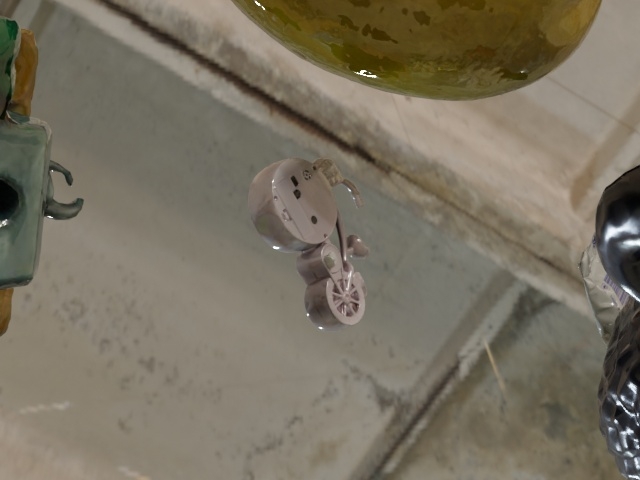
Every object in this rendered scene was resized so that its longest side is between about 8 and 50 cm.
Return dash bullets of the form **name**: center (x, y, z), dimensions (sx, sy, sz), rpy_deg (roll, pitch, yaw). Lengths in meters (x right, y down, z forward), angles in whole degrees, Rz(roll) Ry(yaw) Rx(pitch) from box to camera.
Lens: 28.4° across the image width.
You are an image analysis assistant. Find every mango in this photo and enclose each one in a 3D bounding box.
- **mango**: center (0.017, -0.274, 0.959), dimensions (0.445, 0.301, 0.220), rpy_deg (33, -35, 22)

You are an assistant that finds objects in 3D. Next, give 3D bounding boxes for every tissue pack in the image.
- **tissue pack**: center (0.254, 0.076, 1.004), dimensions (0.026, 0.122, 0.193), rpy_deg (-20, -75, 28)

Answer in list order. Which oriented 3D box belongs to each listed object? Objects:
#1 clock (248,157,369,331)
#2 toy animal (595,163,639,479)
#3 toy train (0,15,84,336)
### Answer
- **clock**: center (0.000, 0.000, 0.914), dimensions (0.041, 0.087, 0.129), rpy_deg (-21, -84, 41)
- **toy animal**: center (0.196, 0.075, 0.492), dimensions (0.185, 0.122, 0.298), rpy_deg (19, -22, 26)
- **toy train**: center (-0.296, -0.028, 0.549), dimensions (0.249, 0.429, 0.178), rpy_deg (13, -80, 35)
